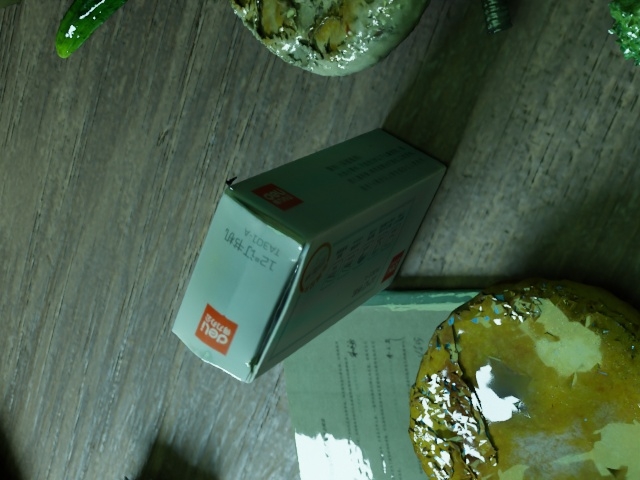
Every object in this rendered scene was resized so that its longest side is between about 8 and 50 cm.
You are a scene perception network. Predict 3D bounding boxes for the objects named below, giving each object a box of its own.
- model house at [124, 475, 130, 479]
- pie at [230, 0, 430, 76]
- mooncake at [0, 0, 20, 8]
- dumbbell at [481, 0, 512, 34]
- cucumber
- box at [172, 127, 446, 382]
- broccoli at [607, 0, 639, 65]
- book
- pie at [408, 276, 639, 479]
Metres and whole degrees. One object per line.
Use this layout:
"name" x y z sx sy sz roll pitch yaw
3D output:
"model house" -0.210 0.322 1.133 0.088 0.117 0.167 48 122 27
"pie" 0.002 -0.268 0.829 0.274 0.055 0.274 18 113 48
"mooncake" -0.334 -0.349 0.897 0.155 0.284 0.284 -42 83 24
"dumbbell" 0.116 -0.287 0.793 0.082 0.082 0.253 -7 100 29
"cucumber" -0.215 -0.235 1.005 0.168 0.039 0.039 -35 87 32
"box" 0.000 0.000 0.827 0.079 0.269 0.135 32 118 17
"broccoli" 0.227 -0.243 0.642 0.270 0.270 0.269 12 112 -3
"book" 0.095 0.146 0.960 0.283 0.025 0.214 -1 103 27
"pie" 0.189 0.159 0.867 0.274 0.069 0.273 5 103 24
